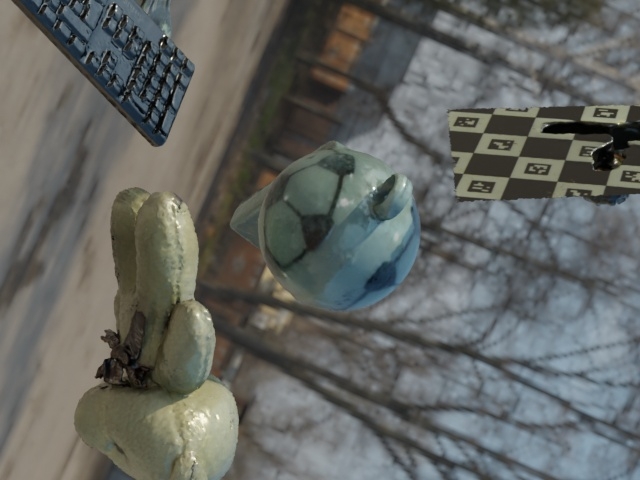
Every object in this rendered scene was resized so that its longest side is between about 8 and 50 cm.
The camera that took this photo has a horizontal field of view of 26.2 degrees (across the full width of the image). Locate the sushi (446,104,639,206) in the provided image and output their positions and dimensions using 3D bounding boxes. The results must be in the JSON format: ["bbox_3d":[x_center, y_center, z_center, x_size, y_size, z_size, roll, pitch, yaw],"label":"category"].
[{"bbox_3d":[0.261,-0.070,1.282,0.192,0.279,0.043,-85,171,-59],"label":"sushi"}]

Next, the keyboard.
[{"bbox_3d":[-0.134,-0.133,0.695,0.013,0.204,0.061,-12,-134,35],"label":"keyboard"}]

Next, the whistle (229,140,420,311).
[{"bbox_3d":[0.000,0.000,1.294,0.289,0.163,0.163,-32,-150,53],"label":"whistle"}]

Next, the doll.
[{"bbox_3d":[-0.154,0.092,1.224,0.175,0.149,0.278,-51,136,-83],"label":"doll"}]

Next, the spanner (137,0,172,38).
[{"bbox_3d":[-0.100,-0.278,1.043,0.071,0.017,0.302,-16,124,-69],"label":"spanner"}]
